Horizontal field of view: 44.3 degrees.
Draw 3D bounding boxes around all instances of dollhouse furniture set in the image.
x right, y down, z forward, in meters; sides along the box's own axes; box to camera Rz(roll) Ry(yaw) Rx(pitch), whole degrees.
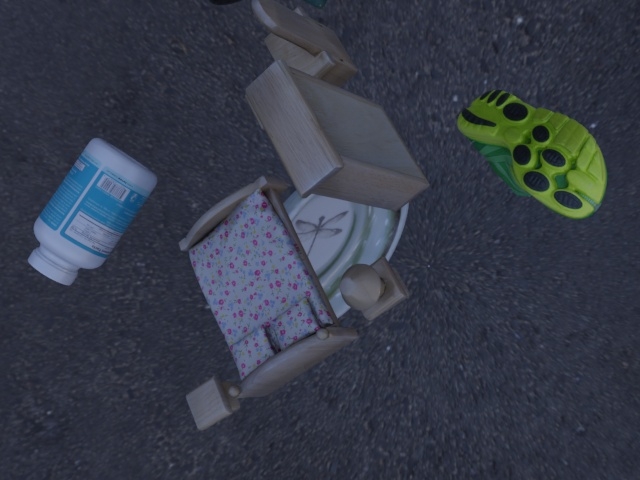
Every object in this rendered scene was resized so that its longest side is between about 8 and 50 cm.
[{"bbox_3d":[-0.096,-0.017,0.788,0.356,0.174,0.303,-37,67,25],"label":"dollhouse furniture set"}]

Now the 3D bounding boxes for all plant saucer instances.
[{"bbox_3d":[0.000,0.000,1.487,0.101,0.400,0.400,37,94,32],"label":"plant saucer"}]

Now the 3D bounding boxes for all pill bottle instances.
[{"bbox_3d":[-0.434,-0.049,1.475,0.146,0.146,0.264,35,89,8],"label":"pill bottle"}]

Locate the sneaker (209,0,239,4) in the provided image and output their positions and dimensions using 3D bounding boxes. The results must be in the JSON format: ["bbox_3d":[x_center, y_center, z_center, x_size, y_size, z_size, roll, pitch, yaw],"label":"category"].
[{"bbox_3d":[-0.095,-0.414,0.862,0.124,0.295,0.178,-21,81,-27],"label":"sneaker"}]

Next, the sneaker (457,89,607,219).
[{"bbox_3d":[0.297,-0.113,1.062,0.109,0.295,0.123,-42,124,9],"label":"sneaker"}]

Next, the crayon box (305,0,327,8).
[{"bbox_3d":[-0.068,-0.556,1.428,0.165,0.279,0.081,-56,47,20],"label":"crayon box"}]
